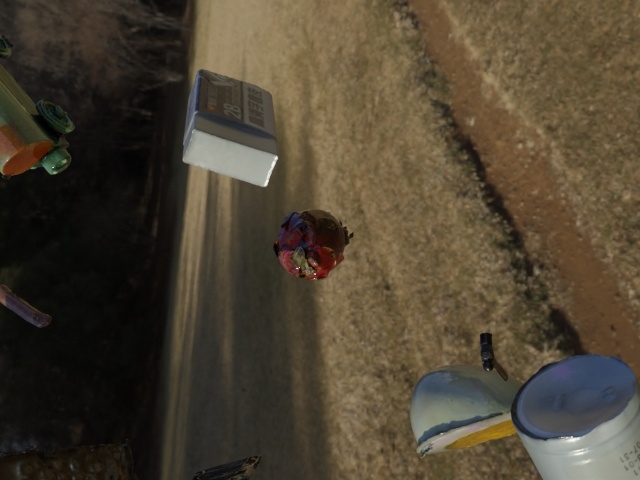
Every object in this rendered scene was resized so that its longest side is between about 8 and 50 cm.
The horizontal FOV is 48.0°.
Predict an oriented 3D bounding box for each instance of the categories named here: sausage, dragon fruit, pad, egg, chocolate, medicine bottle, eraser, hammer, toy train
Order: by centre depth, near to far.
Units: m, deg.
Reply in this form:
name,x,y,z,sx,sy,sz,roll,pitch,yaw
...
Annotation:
name,x,y,z,sx,sy,sz,roll,pitch,yaw
eraser,-0.128,-0.164,1.029,0.210,0.124,0.068,-100,32,-56
toy train,-0.497,-0.214,1.072,0.116,0.285,0.177,-39,1,14
medicine bottle,0.443,0.356,1.085,0.332,0.190,0.190,59,177,-16
chocolate,-0.420,0.367,1.096,0.065,0.329,0.102,-28,65,27
hammer,0.302,0.210,1.228,0.178,0.021,0.065,42,-137,-55
dragon fruit,0.000,0.000,1.328,0.246,0.125,0.125,-20,-78,-61
egg,0.323,0.344,1.550,0.264,0.286,0.174,41,-150,-62
sausage,-0.677,0.151,1.629,0.036,0.158,0.042,-50,-15,-40
pad,-0.230,0.543,1.653,0.233,0.174,0.022,57,-163,-84
